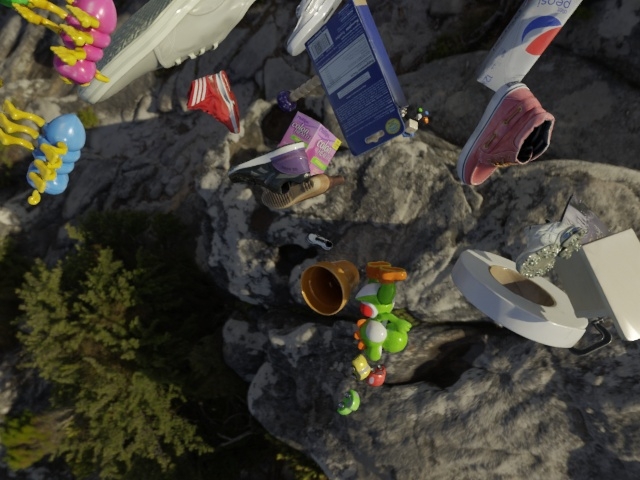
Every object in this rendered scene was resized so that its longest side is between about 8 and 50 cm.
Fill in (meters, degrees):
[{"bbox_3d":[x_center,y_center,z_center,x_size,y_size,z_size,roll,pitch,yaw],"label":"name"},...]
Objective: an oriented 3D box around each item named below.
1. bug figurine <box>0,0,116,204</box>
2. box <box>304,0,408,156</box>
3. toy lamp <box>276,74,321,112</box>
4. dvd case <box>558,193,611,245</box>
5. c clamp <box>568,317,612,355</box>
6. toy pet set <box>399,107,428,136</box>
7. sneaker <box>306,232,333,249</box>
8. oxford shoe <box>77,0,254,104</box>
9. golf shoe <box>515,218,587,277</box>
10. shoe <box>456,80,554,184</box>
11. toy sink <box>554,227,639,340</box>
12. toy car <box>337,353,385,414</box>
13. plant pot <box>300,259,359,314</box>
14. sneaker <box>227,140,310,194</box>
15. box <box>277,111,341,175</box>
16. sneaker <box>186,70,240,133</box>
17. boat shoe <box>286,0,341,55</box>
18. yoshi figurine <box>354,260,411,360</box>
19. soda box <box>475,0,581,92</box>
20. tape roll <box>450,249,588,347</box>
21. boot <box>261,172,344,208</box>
[{"bbox_3d":[-0.293,-0.184,0.416,0.279,0.072,0.216,47,113,14],"label":"bug figurine"},{"bbox_3d":[0.065,-0.272,0.728,0.136,0.036,0.225,-16,99,51],"label":"box"},{"bbox_3d":[-0.013,-0.456,1.208,0.274,0.080,0.080,-15,66,46],"label":"toy lamp"},{"bbox_3d":[0.766,-0.026,1.218,0.164,0.018,0.221,47,51,2],"label":"dvd case"},{"bbox_3d":[0.893,0.315,1.416,0.160,0.022,0.137,-33,38,4],"label":"c clamp"},{"bbox_3d":[0.351,-0.461,1.635,0.065,0.122,0.114,-33,45,57],"label":"toy pet set"},{"bbox_3d":[0.000,0.000,1.576,0.109,0.043,0.040,24,75,-17],"label":"sneaker"},{"bbox_3d":[-0.278,-0.407,0.820,0.449,0.130,0.169,-43,48,-3],"label":"oxford shoe"},{"bbox_3d":[0.407,0.011,0.785,0.176,0.069,0.086,-21,42,-28],"label":"golf shoe"},{"bbox_3d":[0.255,-0.125,0.593,0.063,0.178,0.081,-12,55,-16],"label":"shoe"},{"bbox_3d":[0.703,0.113,1.024,0.152,0.131,0.234,-18,78,-11],"label":"toy sink"},{"bbox_3d":[0.145,0.542,1.527,0.053,0.239,0.225,27,81,42],"label":"toy car"},{"bbox_3d":[0.055,0.166,1.672,0.205,0.188,0.205,13,112,33],"label":"plant pot"},{"bbox_3d":[-0.150,-0.178,1.178,0.283,0.107,0.124,-11,101,40],"label":"sneaker"},{"bbox_3d":[-0.059,-0.331,1.619,0.117,0.213,0.243,33,97,22],"label":"box"},{"bbox_3d":[-0.308,-0.385,1.201,0.128,0.221,0.087,-9,61,-2],"label":"sneaker"},{"bbox_3d":[-0.027,-0.657,1.218,0.084,0.095,0.258,38,88,-1],"label":"boat shoe"},{"bbox_3d":[0.253,0.271,1.578,0.203,0.203,0.362,9,98,26],"label":"yoshi figurine"},{"bbox_3d":[0.483,-0.484,0.964,0.091,0.098,0.286,30,126,-2],"label":"soda box"},{"bbox_3d":[0.580,0.158,1.243,0.392,0.392,0.072,36,117,28],"label":"tape roll"},{"bbox_3d":[-0.059,-0.174,1.472,0.248,0.207,0.090,-13,93,30],"label":"boot"}]
